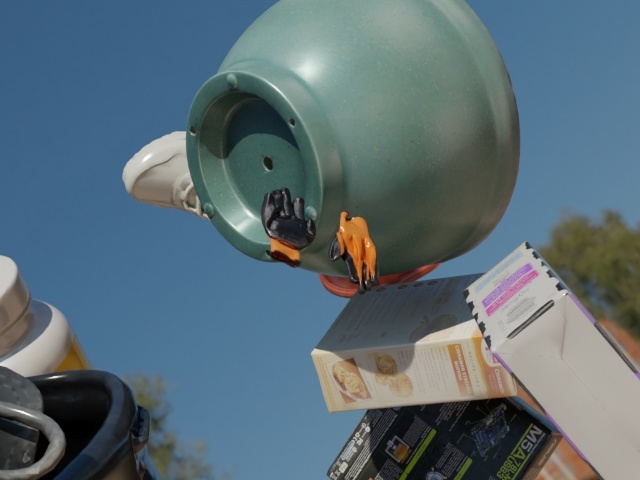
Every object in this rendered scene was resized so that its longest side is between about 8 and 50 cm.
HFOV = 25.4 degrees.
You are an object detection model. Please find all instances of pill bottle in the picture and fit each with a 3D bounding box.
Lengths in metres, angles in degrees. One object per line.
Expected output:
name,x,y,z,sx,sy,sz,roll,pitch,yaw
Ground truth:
pill bottle,-0.344,0.191,1.627,0.188,0.188,0.334,-33,-59,-19

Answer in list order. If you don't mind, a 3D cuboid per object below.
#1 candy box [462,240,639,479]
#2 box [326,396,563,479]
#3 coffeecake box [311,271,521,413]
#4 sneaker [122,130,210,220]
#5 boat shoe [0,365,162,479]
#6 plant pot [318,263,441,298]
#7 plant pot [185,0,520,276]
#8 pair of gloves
candy box,0.190,0.097,1.050,0.070,0.165,0.196,-40,8,6
box,0.125,0.220,1.464,0.191,0.184,0.045,-58,-27,8
coffeecake box,0.106,0.093,1.337,0.185,0.068,0.142,-8,20,25
sneaker,-0.089,-0.047,1.481,0.232,0.115,0.090,3,-47,-10
boat shoe,-0.176,0.125,0.526,0.186,0.156,0.500,-5,-3,12
plant pot,0.044,-0.112,1.874,0.272,0.272,0.265,-39,-62,-3
plant pot,0.005,-0.089,1.281,0.196,0.293,0.293,-24,-24,-41
pair of gloves,0.000,0.000,0.894,0.083,0.074,0.010,21,-56,-20
